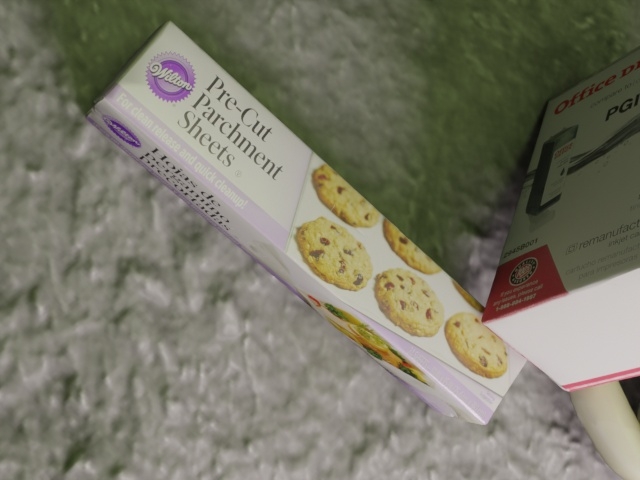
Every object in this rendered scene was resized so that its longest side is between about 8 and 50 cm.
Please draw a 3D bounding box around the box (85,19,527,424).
[{"bbox_3d":[0.000,0.000,0.569,0.324,0.063,0.067,42,72,-17],"label":"box"}]

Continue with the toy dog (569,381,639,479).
[{"bbox_3d":[0.414,0.050,0.667,0.395,0.284,0.408,21,79,16],"label":"toy dog"}]

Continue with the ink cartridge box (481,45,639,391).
[{"bbox_3d":[0.211,-0.028,0.580,0.092,0.158,0.218,38,55,-17],"label":"ink cartridge box"}]
